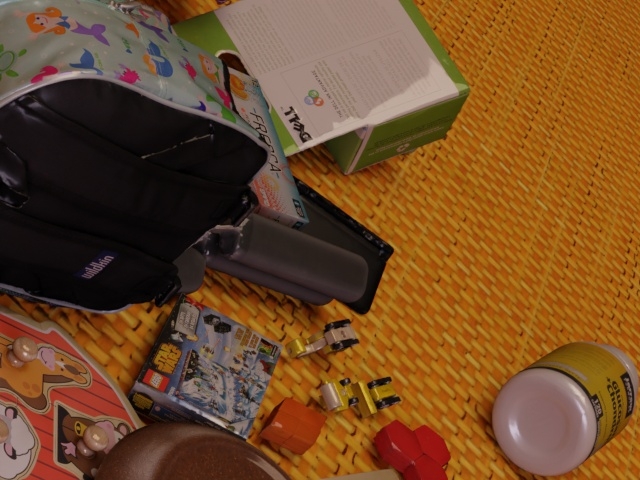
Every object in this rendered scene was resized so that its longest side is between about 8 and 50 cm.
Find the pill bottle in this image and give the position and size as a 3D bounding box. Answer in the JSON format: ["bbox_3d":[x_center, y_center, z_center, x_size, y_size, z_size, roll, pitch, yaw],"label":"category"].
[{"bbox_3d":[0.243,0.155,1.721,0.103,0.103,0.184,53,28,10],"label":"pill bottle"}]

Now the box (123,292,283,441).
[{"bbox_3d":[-0.087,0.103,1.375,0.094,0.027,0.137,28,29,-3],"label":"box"}]

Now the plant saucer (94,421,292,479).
[{"bbox_3d":[-0.065,0.204,1.230,0.198,0.036,0.198,28,40,-26],"label":"plant saucer"}]

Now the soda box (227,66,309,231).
[{"bbox_3d":[-0.073,-0.075,1.619,0.063,0.058,0.183,20,39,-41],"label":"soda box"}]

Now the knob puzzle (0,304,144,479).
[{"bbox_3d":[-0.181,0.122,1.237,0.213,0.030,0.213,35,29,-23],"label":"knob puzzle"}]

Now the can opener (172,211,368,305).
[{"bbox_3d":[-0.077,0.016,1.503,0.280,0.074,0.093,16,75,-43],"label":"can opener"}]

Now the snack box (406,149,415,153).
[{"bbox_3d":[0.048,-0.158,1.925,0.100,0.037,0.141,-1,54,-57],"label":"snack box"}]

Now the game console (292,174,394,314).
[{"bbox_3d":[0.000,0.000,1.677,0.122,0.071,0.107,36,-1,-22],"label":"game console"}]

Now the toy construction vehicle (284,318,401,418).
[{"bbox_3d":[0.016,0.115,1.533,0.098,0.035,0.086,-11,73,-56],"label":"toy construction vehicle"}]

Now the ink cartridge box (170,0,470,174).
[{"bbox_3d":[-0.010,-0.161,1.804,0.255,0.097,0.189,-22,68,-25],"label":"ink cartridge box"}]

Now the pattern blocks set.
[{"bbox_3d":[0.039,0.248,1.390,0.325,0.026,0.285,11,44,-49],"label":"pattern blocks set"}]

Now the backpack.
[{"bbox_3d":[-0.192,-0.072,1.263,0.253,0.225,0.191,12,40,-53],"label":"backpack"}]

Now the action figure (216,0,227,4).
[{"bbox_3d":[-0.154,-0.365,1.815,0.276,0.248,0.370,-3,25,-7],"label":"action figure"}]
